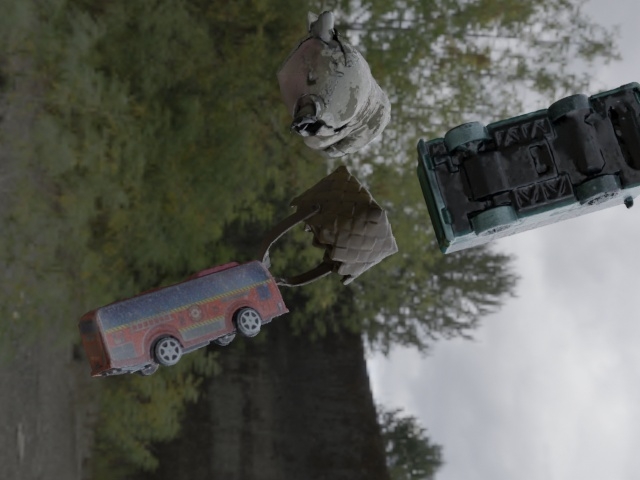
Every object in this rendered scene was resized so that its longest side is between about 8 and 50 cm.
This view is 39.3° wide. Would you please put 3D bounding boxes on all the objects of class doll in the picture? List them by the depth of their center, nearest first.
[{"bbox_3d":[0.016,-0.165,1.027,0.192,0.095,0.149,29,70,-63],"label":"doll"}]

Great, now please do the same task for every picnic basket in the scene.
[{"bbox_3d":[0.000,0.000,1.212,0.138,0.178,0.128,54,-10,44],"label":"picnic basket"}]

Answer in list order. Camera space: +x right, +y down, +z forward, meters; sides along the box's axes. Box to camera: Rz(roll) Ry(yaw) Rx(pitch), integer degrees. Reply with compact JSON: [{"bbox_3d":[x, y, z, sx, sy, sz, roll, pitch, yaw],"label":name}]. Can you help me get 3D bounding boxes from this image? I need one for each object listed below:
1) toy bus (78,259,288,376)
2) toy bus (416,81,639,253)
[{"bbox_3d":[-0.125,0.073,0.836,0.065,0.192,0.077,-23,-95,54],"label":"toy bus"},{"bbox_3d":[0.245,-0.078,1.020,0.147,0.256,0.128,77,-3,-79],"label":"toy bus"}]
